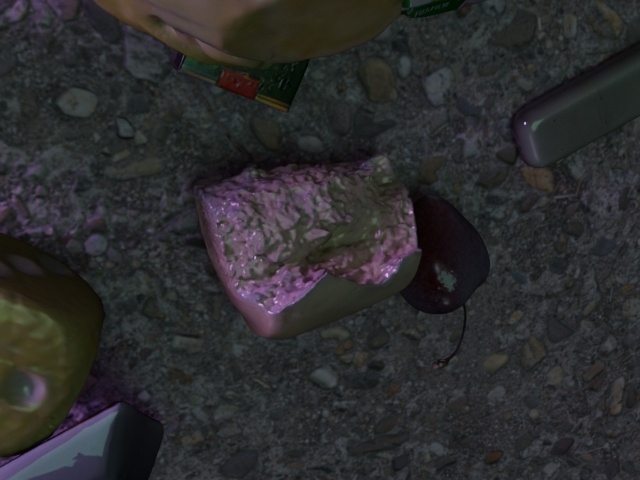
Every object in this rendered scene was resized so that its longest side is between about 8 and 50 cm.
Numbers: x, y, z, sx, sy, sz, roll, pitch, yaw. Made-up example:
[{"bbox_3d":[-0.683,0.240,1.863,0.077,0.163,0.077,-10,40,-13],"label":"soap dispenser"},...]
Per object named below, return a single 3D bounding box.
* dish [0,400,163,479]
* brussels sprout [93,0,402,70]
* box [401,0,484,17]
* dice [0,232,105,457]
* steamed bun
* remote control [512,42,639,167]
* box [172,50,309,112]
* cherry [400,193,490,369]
[{"bbox_3d":[-0.251,0.260,1.010,0.182,0.080,0.243,-29,164,-7],"label":"dish"},{"bbox_3d":[-0.076,-0.301,0.772,0.344,0.344,0.268,-52,163,6],"label":"brussels sprout"},{"bbox_3d":[0.150,-0.334,0.954,0.250,0.103,0.180,-20,119,-26],"label":"box"},{"bbox_3d":[-0.327,0.097,0.935,0.169,0.166,0.169,28,101,-30],"label":"dice"},{"bbox_3d":[0.000,0.000,1.027,0.226,0.170,0.200,-20,114,-15],"label":"steamed bun"},{"bbox_3d":[0.378,-0.186,1.173,0.310,0.038,0.090,-29,122,-7],"label":"remote control"},{"bbox_3d":[-0.047,-0.260,0.964,0.132,0.034,0.235,18,105,-28],"label":"box"},{"bbox_3d":[0.129,0.030,1.094,0.188,0.115,0.148,-41,142,-56],"label":"cherry"}]
